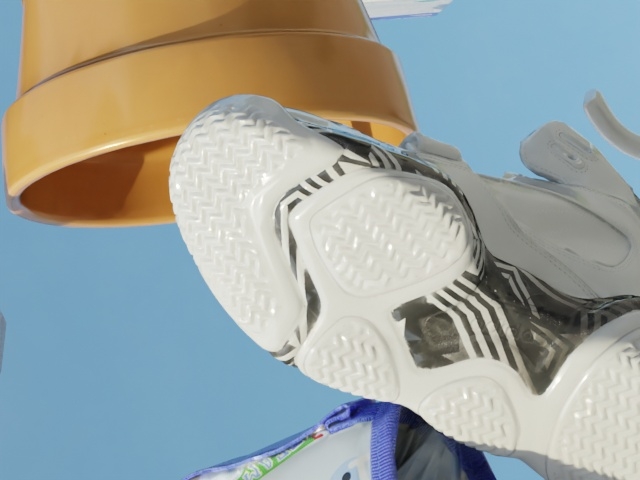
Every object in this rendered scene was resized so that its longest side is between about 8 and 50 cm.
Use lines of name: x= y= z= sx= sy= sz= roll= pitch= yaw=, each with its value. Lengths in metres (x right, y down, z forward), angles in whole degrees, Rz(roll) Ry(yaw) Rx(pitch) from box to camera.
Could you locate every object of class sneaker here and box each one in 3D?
sneaker: x=0.074 y=0.003 z=1.153 sx=0.365 sy=0.137 sz=0.210 roll=30 pitch=-153 yaw=-17

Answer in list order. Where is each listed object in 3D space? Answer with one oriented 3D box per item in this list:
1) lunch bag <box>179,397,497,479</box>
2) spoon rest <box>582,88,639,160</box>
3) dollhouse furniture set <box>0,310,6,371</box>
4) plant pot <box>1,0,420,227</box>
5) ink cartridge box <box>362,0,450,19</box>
lunch bag: x=-0.005 y=0.316 z=1.165 sx=0.239 sy=0.327 sz=0.386 roll=5 pitch=-119 yaw=-58
spoon rest: x=0.349 y=-0.132 z=1.556 sx=0.084 sy=0.276 sz=0.137 roll=64 pitch=-163 yaw=-11
dollhouse furniture set: x=-0.342 y=0.051 z=1.328 sx=0.135 sy=0.262 sz=0.259 roll=79 pitch=-168 yaw=-61
plant pot: x=-0.090 y=-0.140 z=1.380 sx=0.291 sy=0.290 sz=0.204 roll=5 pitch=-108 yaw=-54
ink cartridge box: x=0.037 y=-0.255 z=1.970 sx=0.311 sy=0.185 sz=0.065 roll=-86 pitch=-8 yaw=-89
